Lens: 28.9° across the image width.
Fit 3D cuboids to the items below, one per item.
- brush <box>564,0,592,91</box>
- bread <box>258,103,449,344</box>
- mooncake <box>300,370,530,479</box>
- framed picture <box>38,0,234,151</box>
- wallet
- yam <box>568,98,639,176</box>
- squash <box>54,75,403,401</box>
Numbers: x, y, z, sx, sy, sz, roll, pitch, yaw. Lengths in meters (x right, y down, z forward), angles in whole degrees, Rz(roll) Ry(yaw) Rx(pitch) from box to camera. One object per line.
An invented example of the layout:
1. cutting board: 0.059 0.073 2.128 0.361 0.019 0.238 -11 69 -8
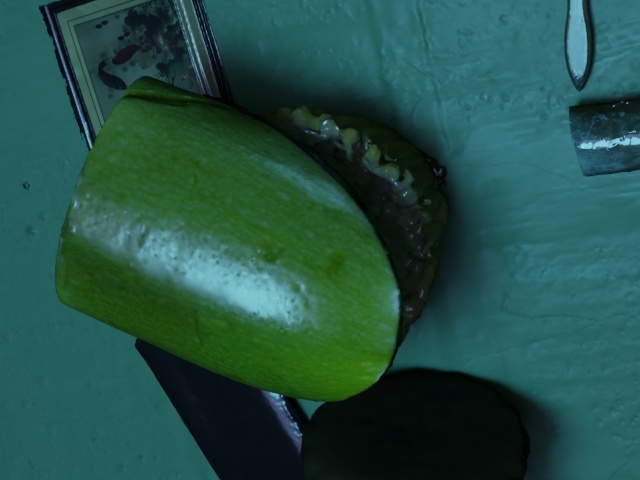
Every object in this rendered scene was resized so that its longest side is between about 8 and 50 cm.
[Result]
1. brush: 0.232 -0.232 1.125 0.070 0.021 0.196 2 107 24
2. bread: 0.000 0.000 1.226 0.274 0.149 0.274 6 103 26
3. mooncake: 0.093 0.234 1.219 0.228 0.228 0.124 6 117 21
4. framed picture: -0.193 -0.180 1.330 0.195 0.010 0.200 -12 101 26
5. wallet: -0.090 0.200 1.392 0.146 0.030 0.285 -31 93 31
6. yam: 0.307 -0.097 1.109 0.169 0.068 0.068 -5 104 26
7. squash: -0.062 0.013 1.134 0.308 0.210 0.234 19 111 6
